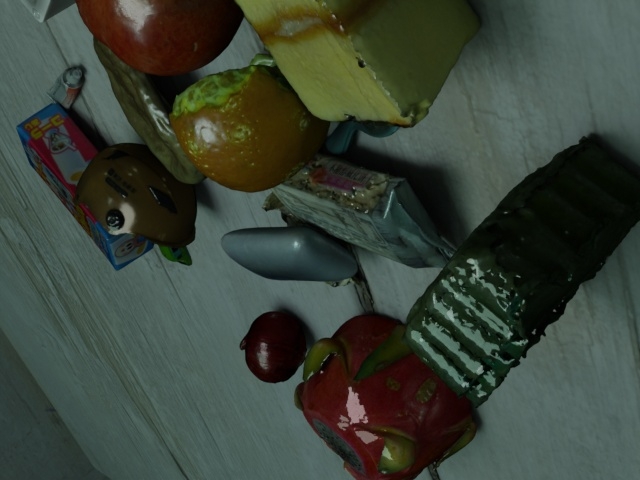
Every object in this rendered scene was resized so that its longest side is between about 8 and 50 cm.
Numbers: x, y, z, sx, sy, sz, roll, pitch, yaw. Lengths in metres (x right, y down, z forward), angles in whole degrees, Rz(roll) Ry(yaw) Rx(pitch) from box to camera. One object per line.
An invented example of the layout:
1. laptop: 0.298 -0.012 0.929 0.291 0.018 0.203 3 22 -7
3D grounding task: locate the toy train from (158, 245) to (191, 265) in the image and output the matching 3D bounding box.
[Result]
1. toy train: -0.303 -0.019 1.960 0.044 0.042 0.209 23 143 40

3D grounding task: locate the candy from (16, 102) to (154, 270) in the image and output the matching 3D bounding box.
1. candy: -0.446 -0.101 1.941 0.306 0.100 0.157 48 160 15

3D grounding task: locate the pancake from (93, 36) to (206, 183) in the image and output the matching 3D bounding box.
1. pancake: -0.273 -0.208 1.611 0.294 0.049 0.294 50 168 15

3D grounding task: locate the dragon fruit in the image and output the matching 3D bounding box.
1. dragon fruit: 0.084 0.270 1.628 0.290 0.189 0.291 34 149 24

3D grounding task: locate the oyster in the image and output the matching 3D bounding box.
1. oyster: -0.001 0.003 1.575 0.106 0.061 0.200 6 137 37

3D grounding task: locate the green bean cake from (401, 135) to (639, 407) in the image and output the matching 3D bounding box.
1. green bean cake: 0.217 0.032 1.085 0.132 0.241 0.255 44 153 16

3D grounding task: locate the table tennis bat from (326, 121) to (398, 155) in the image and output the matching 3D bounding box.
1. table tennis bat: 0.049 -0.168 1.291 0.124 0.033 0.201 51 151 11

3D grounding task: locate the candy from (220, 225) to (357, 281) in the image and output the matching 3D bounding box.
1. candy: -0.047 0.019 1.501 0.174 0.071 0.138 -1 158 41

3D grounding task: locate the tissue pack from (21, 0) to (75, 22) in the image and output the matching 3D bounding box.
1. tissue pack: -0.414 -0.464 1.452 0.246 0.136 0.159 50 152 -5

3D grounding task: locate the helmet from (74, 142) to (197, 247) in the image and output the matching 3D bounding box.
1. helmet: -0.303 -0.092 1.741 0.224 0.198 0.130 29 116 19

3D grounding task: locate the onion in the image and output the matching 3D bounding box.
1. onion: -0.085 0.194 1.840 0.131 0.131 0.131 34 149 24

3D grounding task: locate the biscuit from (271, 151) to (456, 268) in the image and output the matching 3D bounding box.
1. biscuit: 0.043 -0.046 1.377 0.309 0.079 0.186 20 162 43

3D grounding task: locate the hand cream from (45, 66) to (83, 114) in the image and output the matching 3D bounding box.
1. hand cream: -0.470 -0.277 1.882 0.216 0.038 0.052 -17 88 66

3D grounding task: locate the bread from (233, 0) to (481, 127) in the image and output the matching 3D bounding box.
1. bread: -0.009 -0.232 1.056 0.236 0.198 0.263 -17 116 43

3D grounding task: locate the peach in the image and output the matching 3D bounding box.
1. peach: -0.196 -0.312 1.242 0.232 0.232 0.256 48 149 0

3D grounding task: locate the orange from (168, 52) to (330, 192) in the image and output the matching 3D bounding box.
1. orange: -0.076 -0.148 1.274 0.179 0.237 0.158 -28 99 16
